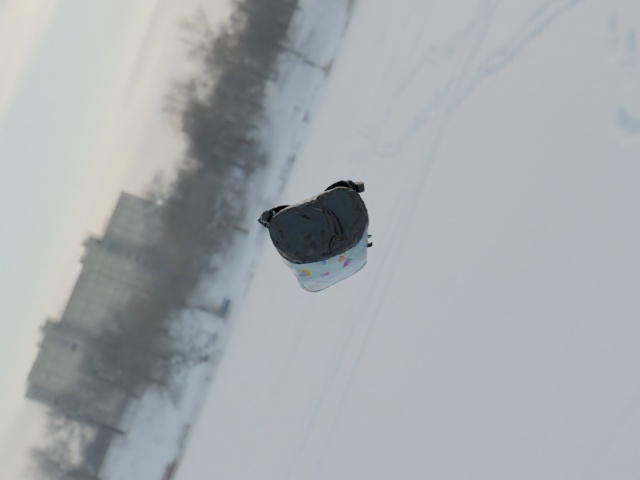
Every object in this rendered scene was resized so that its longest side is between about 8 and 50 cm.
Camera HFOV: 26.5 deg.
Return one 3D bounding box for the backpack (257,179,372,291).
[{"bbox_3d":[0.000,0.000,1.872,0.182,0.152,0.115,84,169,-77],"label":"backpack"}]
